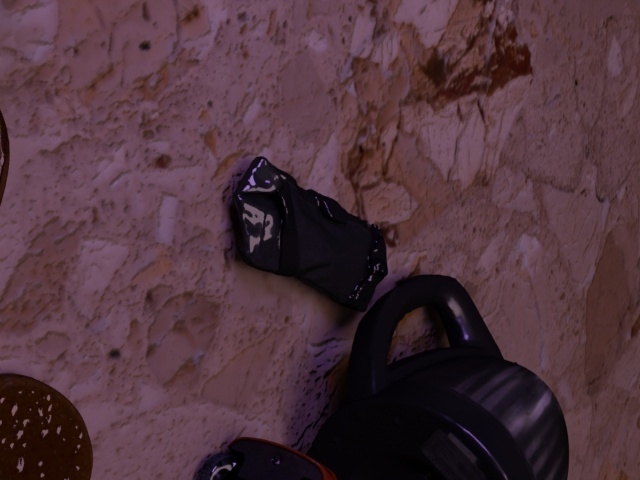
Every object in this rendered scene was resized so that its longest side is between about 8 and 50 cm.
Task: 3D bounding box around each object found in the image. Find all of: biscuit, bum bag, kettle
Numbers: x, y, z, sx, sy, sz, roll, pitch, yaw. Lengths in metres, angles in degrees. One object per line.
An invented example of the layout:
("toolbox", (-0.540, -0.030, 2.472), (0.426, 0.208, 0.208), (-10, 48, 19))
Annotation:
("biscuit", (-0.217, 0.145, 0.596), (0.175, 0.026, 0.124), (3, 92, -49))
("bum bag", (0.000, 0.000, 0.807), (0.198, 0.049, 0.087), (28, 69, -46))
("kettle", (0.120, 0.186, 0.893), (0.271, 0.251, 0.207), (-18, 141, -56))

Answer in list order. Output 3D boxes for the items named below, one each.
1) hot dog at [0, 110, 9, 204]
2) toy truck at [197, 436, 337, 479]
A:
("hot dog", (-0.223, -0.027, 0.541), (0.090, 0.060, 0.140), (31, 76, -42))
("toy truck", (-0.060, 0.284, 0.733), (0.114, 0.107, 0.252), (42, 66, -44))
